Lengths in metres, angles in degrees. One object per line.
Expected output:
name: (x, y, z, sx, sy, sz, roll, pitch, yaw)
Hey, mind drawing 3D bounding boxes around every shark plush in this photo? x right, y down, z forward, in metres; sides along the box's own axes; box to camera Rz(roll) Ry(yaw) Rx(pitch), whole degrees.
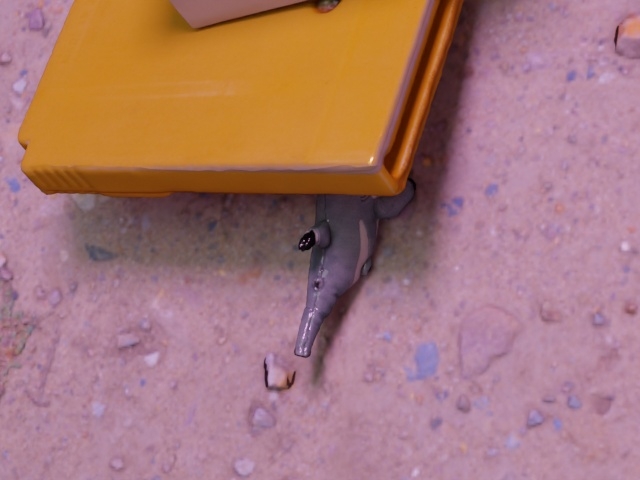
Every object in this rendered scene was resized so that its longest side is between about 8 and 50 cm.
shark plush: (0.000, 0.000, 1.352, 0.073, 0.067, 0.161, 26, 91, 32)

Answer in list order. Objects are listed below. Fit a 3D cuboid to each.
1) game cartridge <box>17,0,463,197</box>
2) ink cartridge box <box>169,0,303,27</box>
game cartridge: (-0.050, -0.159, 1.389, 0.323, 0.053, 0.285, 1, 59, 33)
ink cartridge box: (0.013, -0.332, 1.345, 0.271, 0.130, 0.310, -10, 55, 28)
